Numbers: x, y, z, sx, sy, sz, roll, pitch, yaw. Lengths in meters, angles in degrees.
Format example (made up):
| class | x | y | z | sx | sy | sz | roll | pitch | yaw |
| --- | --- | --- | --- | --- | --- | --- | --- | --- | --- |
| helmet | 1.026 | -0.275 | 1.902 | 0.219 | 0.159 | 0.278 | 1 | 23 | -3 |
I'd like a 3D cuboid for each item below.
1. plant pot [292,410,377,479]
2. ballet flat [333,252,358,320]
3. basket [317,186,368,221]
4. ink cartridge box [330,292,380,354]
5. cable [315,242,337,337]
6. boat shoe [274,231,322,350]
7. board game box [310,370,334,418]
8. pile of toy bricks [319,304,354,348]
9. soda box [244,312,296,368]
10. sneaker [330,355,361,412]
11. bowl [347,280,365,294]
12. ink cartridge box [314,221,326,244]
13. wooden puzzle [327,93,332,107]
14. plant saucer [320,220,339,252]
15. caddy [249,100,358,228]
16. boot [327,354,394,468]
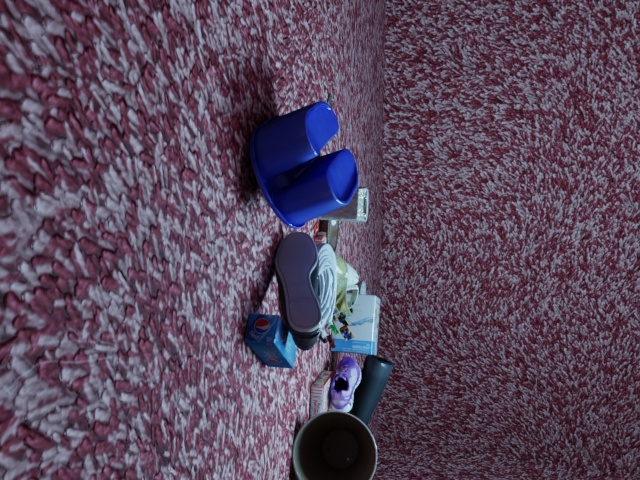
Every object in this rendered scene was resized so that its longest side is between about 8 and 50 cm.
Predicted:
| class | x | y | z | sx | sy | sz | roll | pitch | yaw |
| --- | --- | --- | --- | --- | --- | --- | --- | --- | --- |
| plant pot | 0.057 | 0.680 | 1.865 | 0.274 | 0.256 | 0.256 | 68 | 27 | -72 |
| ballet flat | 0.078 | 0.156 | 2.029 | 0.348 | 0.123 | 0.123 | 89 | 12 | -46 |
| basket | 0.059 | -0.117 | 1.840 | 0.103 | 0.167 | 0.113 | -11 | 104 | -71 |
| ink cartridge box | 0.144 | 0.336 | 2.332 | 0.171 | 0.168 | 0.233 | 44 | 49 | -73 |
| cable | -0.024 | 0.133 | 1.638 | 0.257 | 0.089 | 0.257 | 47 | 53 | -65 |
| boat shoe | -0.054 | 0.118 | 1.420 | 0.335 | 0.112 | 0.095 | -98 | -171 | -47 |
| board game box | 0.005 | 0.557 | 2.044 | 0.193 | 0.045 | 0.147 | -17 | 110 | -77 |
| pile of toy bricks | 0.031 | 0.272 | 2.011 | 0.212 | 0.118 | 0.105 | 60 | 4 | -41 |
| soda box | -0.111 | 0.238 | 1.353 | 0.210 | 0.071 | 0.067 | 71 | 24 | -60 |
| sneaker | 0.086 | 0.502 | 2.098 | 0.236 | 0.095 | 0.104 | -71 | 152 | -51 |
| bowl | 0.145 | 0.257 | 2.527 | 0.170 | 0.080 | 0.170 | 4 | 90 | -78 |
| ink cartridge box | 0.000 | 0.000 | 1.902 | 0.063 | 0.029 | 0.115 | -58 | 150 | -66 |
| wooden puzzle | 0.031 | -0.465 | 1.972 | 0.049 | 0.006 | 0.083 | 81 | 17 | -44 |
| plant saucer | 0.031 | -0.045 | 2.020 | 0.198 | 0.036 | 0.199 | 4 | 90 | -79 |
| caddy | -0.046 | -0.171 | 1.316 | 0.241 | 0.179 | 0.341 | 66 | 21 | -16 |
| boot | 0.148 | 0.652 | 2.160 | 0.445 | 0.146 | 0.367 | -62 | 178 | -3 |
